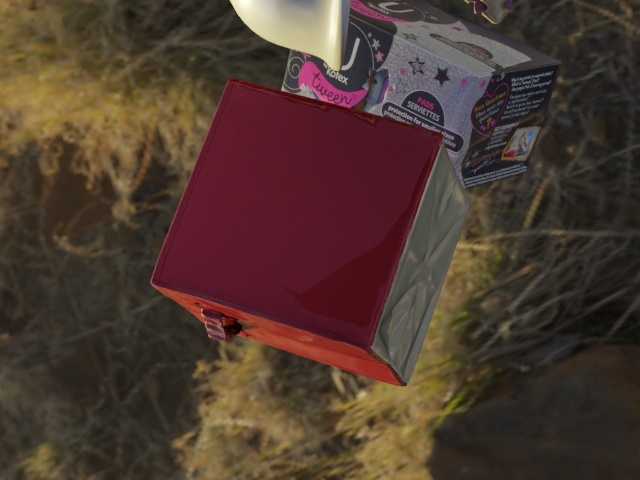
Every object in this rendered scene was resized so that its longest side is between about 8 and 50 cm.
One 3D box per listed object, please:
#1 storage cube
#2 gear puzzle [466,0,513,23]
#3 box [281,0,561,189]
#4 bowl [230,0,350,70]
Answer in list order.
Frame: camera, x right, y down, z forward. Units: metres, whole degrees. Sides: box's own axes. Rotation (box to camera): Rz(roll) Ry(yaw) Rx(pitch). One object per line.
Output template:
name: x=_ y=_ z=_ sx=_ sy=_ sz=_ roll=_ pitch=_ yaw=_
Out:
storage cube: x=0.000 y=0.000 z=1.167 sx=0.193 sy=0.183 sz=0.214 roll=16 pitch=78 yaw=17
gear puzzle: x=0.281 y=-0.480 z=1.907 sx=0.175 sy=0.044 sz=0.339 roll=38 pitch=91 yaw=-4
box: x=0.104 y=-0.172 z=1.490 sx=0.247 sy=0.163 sz=0.142 roll=31 pitch=119 yaw=33
bowl: x=-0.036 y=-0.301 z=1.196 sx=0.134 sy=0.298 sz=0.297 roll=4 pitch=114 yaw=-1
